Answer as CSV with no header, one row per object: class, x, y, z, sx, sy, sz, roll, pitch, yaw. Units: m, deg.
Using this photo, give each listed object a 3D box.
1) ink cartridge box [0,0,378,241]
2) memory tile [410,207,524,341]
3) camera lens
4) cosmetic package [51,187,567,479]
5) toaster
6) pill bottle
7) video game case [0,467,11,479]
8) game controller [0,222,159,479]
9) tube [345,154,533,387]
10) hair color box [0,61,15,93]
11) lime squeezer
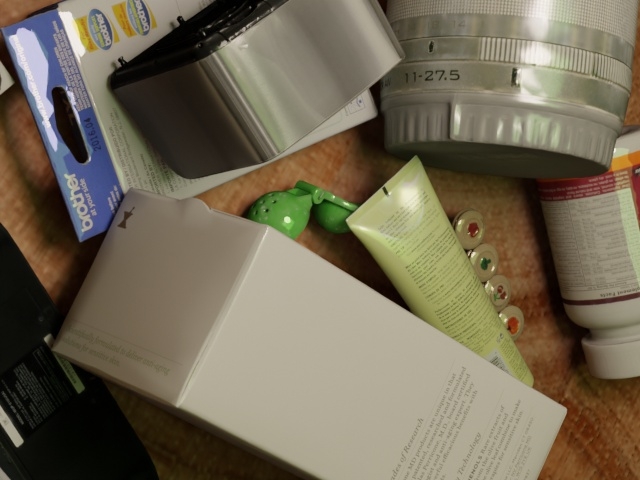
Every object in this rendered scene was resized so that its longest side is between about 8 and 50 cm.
ink cartridge box,-0.110,-0.136,1.525,0.311,0.065,0.186,-26,103,-34
memory tile,0.130,0.056,1.693,0.113,0.012,0.148,-39,120,-25
camera lens,0.167,-0.204,1.617,0.219,0.219,0.274,9,84,-33
cosmetic package,-0.002,0.110,1.478,0.365,0.197,0.155,30,82,-36
toaster,-0.043,-0.141,1.426,0.168,0.185,0.110,-40,106,-29
pill bottle,0.279,0.010,1.746,0.121,0.121,0.221,-19,99,-33
video game case,-0.238,0.330,1.228,0.329,0.036,0.300,59,43,-37
game controller,-0.245,0.128,1.439,0.166,0.067,0.319,-46,114,-42
tube,0.110,0.046,1.638,0.240,0.062,0.070,57,23,-25
hair color box,-0.304,-0.155,1.406,0.072,0.043,0.141,-45,113,-27
lime squeezer,0.000,0.000,1.599,0.310,0.059,0.110,-21,100,-33
